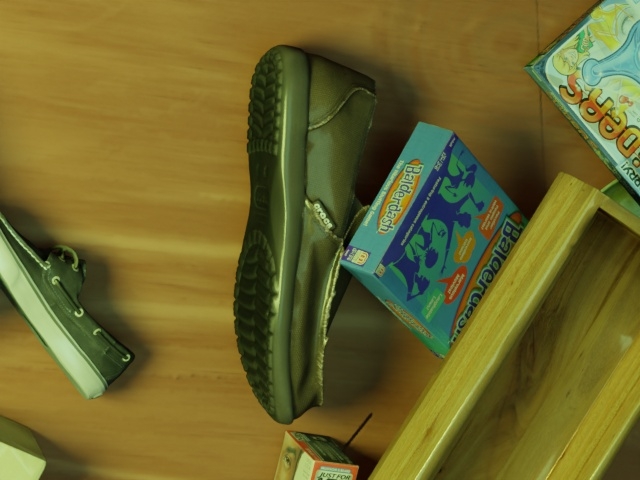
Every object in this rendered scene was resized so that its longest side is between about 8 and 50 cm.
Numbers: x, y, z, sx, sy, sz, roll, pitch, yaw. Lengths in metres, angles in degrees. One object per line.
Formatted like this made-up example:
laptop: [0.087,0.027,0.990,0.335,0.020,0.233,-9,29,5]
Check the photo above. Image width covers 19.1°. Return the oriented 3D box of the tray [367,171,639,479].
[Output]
tray: [0.210,0.158,1.876,0.203,0.076,0.411,30,92,-32]

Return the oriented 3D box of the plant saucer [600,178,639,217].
plant saucer: [0.364,0.039,1.967,0.241,0.037,0.241,0,93,-1]

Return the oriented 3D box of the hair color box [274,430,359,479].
hair color box: [-0.018,0.285,1.901,0.053,0.093,0.167,11,99,-22]

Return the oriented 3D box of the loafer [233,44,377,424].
loafer: [0.000,0.000,1.810,0.130,0.134,0.366,0,104,-19]

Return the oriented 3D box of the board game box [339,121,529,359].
board game box: [0.120,0.008,1.839,0.160,0.047,0.210,-61,140,-12]

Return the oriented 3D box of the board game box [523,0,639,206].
board game box: [0.320,-0.142,1.912,0.136,0.035,0.201,-42,98,-5]

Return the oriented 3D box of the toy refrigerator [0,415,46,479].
toy refrigerator: [-0.367,0.290,1.776,0.094,0.102,0.269,27,94,-23]

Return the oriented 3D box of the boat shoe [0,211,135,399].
boat shoe: [-0.247,0.046,1.769,0.076,0.080,0.228,-38,114,-13]
